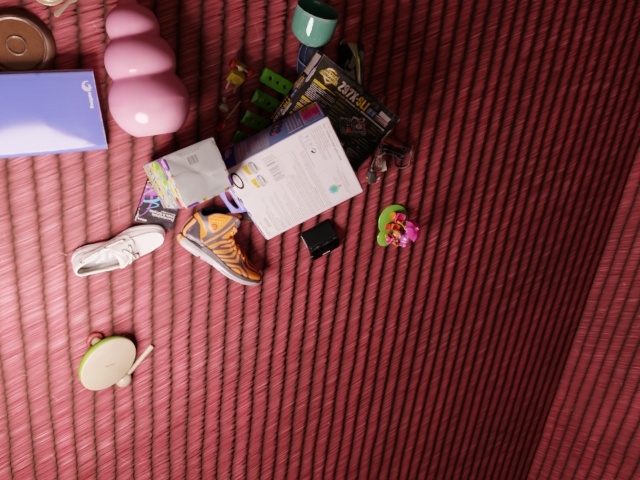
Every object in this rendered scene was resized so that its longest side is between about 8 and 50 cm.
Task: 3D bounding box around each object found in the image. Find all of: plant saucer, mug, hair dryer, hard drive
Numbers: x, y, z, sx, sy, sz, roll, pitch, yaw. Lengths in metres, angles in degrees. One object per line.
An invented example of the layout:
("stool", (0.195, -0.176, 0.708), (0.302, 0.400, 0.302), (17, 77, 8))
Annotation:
("plant saucer", (-0.751, -0.484, 1.176), (0.168, 0.029, 0.169), (-9, 113, -22))
("mug", (-0.009, -0.635, 1.402), (0.157, 0.129, 0.097), (-9, 142, -31))
("hair dryer", (0.214, -0.364, 1.664), (0.223, 0.080, 0.294), (-31, 127, -29))
("hard drive", (-0.739, -0.326, 1.224), (0.318, 0.040, 0.210), (-10, 122, -21))

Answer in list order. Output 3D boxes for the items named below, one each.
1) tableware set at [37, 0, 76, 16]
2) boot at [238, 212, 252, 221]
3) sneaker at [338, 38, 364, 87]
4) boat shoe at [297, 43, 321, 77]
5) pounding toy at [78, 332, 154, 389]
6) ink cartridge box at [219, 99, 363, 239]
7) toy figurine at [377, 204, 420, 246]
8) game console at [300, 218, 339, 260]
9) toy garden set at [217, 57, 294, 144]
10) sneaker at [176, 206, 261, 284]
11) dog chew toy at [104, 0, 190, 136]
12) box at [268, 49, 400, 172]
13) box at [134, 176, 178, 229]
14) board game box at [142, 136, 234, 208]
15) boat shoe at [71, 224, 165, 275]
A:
("tableware set", (-0.627, -0.654, 1.161), (0.128, 0.039, 0.194), (44, 83, -20))
("boot", (-0.158, -0.089, 1.565), (0.219, 0.106, 0.082), (-8, 113, -22))
("sneaker", (0.091, -0.525, 1.537), (0.097, 0.084, 0.235), (0, 111, 1))
("boat shoe", (-0.010, -0.484, 1.484), (0.109, 0.089, 0.258), (-16, 116, -19))
("pounding toy", (-0.687, 0.373, 1.526), (0.183, 0.110, 0.237), (-59, 151, -6))
("ink cartridge box", (-0.113, -0.188, 1.396), (0.395, 0.151, 0.270), (-28, 124, 4))
("toy figurine", (0.301, -0.031, 1.771), (0.130, 0.159, 0.173), (19, 102, -30))
("game console", (0.000, 0.000, 1.730), (0.122, 0.071, 0.107), (-29, 149, -11))
("toy garden set", (-0.220, -0.410, 1.444), (0.203, 0.049, 0.244), (21, 101, -32))
("sneaker", (-0.284, 0.011, 1.537), (0.321, 0.124, 0.180), (37, 93, -32))
("dog chew toy", (-0.463, -0.444, 1.235), (0.206, 0.206, 0.332), (-15, 108, -19))
("box", (0.044, -0.370, 1.457), (0.322, 0.079, 0.257), (30, 107, -28))
("box", (-0.485, -0.121, 1.446), (0.116, 0.029, 0.162), (16, 104, -29))
("board game box", (-0.370, -0.178, 1.306), (0.144, 0.275, 0.142), (-29, 108, -24))
("boat shoe", (-0.593, 0.040, 1.414), (0.277, 0.096, 0.098), (-23, 130, -13))
